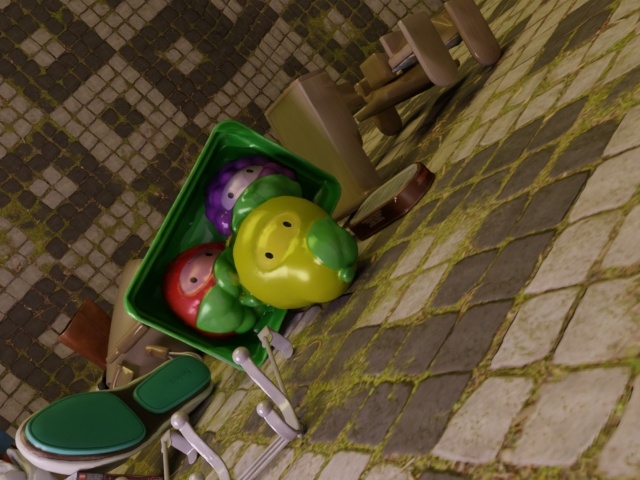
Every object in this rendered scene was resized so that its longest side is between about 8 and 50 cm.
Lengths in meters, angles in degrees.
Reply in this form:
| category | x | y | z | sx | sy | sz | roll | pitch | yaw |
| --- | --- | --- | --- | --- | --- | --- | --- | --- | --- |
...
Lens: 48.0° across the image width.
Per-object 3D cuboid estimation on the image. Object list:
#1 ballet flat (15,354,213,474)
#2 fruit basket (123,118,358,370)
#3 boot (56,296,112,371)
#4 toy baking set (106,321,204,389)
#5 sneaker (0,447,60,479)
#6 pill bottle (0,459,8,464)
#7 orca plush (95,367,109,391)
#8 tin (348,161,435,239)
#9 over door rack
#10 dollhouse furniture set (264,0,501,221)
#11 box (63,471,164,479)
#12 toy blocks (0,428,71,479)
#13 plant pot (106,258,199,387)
| category | x | y | z | sx | sy | sz | roll | pitch | yaw |
| --- | --- | --- | --- | --- | --- | --- | --- | --- | --- |
| ballet flat | -0.323 | 0.304 | 1.167 | 0.139 | 0.139 | 0.400 | -43 | -12 | 26 |
| fruit basket | -0.109 | 0.009 | 1.148 | 0.392 | 0.282 | 0.392 | -57 | 13 | 21 |
| boot | -0.490 | 0.248 | 1.803 | 0.096 | 0.280 | 0.264 | -40 | 13 | 37 |
| toy baking set | -0.339 | 0.247 | 1.506 | 0.256 | 0.197 | 0.030 | -49 | -20 | 9 |
| sneaker | -0.471 | 0.450 | 1.190 | 0.137 | 0.210 | 0.365 | -54 | 12 | -31 |
| pill bottle | -0.616 | 0.510 | 1.232 | 0.146 | 0.146 | 0.264 | -42 | 21 | 31 |
| orca plush | -0.511 | 0.422 | 1.722 | 0.151 | 0.102 | 0.288 | 37 | 120 | 45 |
| tin | 0.113 | -0.065 | 1.179 | 0.189 | 0.040 | 0.106 | -35 | 13 | 52 |
| over door rack | -0.142 | 0.238 | 0.914 | 0.239 | 0.108 | 0.324 | -47 | 10 | 4 |
| dollhouse furniture set | 0.132 | -0.241 | 1.430 | 0.394 | 0.257 | 0.362 | -30 | 0 | -32 |
| box | -0.313 | 0.370 | 1.065 | 0.094 | 0.137 | 0.027 | -38 | 47 | 41 |
| toy blocks | -0.640 | 0.535 | 1.427 | 0.190 | 0.261 | 0.381 | -42 | 12 | 29 |
| plant pot | -0.380 | 0.224 | 1.659 | 0.256 | 0.256 | 0.274 | -32 | 36 | 56 |
